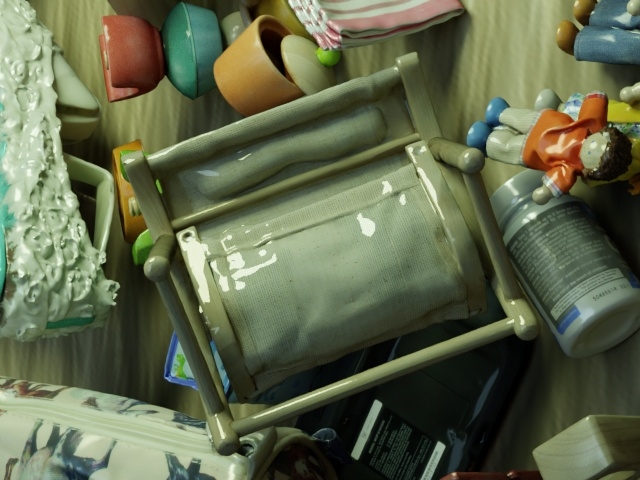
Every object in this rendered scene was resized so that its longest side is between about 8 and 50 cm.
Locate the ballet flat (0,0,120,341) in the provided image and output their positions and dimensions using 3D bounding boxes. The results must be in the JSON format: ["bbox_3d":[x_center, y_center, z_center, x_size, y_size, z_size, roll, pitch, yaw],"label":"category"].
[{"bbox_3d":[-0.264,-0.077,1.769,0.147,0.147,0.409,-36,51,33],"label":"ballet flat"}]

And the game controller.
[{"bbox_3d":[0.057,0.163,1.567,0.166,0.067,0.319,29,106,24],"label":"game controller"}]

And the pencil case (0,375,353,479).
[{"bbox_3d":[-0.178,0.198,1.574,0.410,0.160,0.183,9,117,32],"label":"pencil case"}]

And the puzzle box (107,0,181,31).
[{"bbox_3d":[-0.224,-0.402,1.733,0.052,0.272,0.409,-19,70,5],"label":"puzzle box"}]

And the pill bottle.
[{"bbox_3d":[0.186,0.015,1.445,0.078,0.078,0.137,-46,58,28],"label":"pill bottle"}]

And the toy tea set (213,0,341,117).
[{"bbox_3d":[-0.048,-0.258,1.610,0.124,0.200,0.336,-33,72,26],"label":"toy tea set"}]

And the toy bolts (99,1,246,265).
[{"bbox_3d":[-0.108,-0.100,1.713,0.218,0.159,0.228,174,88,-81],"label":"toy bolts"}]

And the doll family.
[{"bbox_3d":[0.241,-0.127,1.408,0.163,0.118,0.263,17,79,47],"label":"doll family"}]

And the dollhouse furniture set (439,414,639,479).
[{"bbox_3d":[0.218,0.224,1.346,0.374,0.152,0.201,-34,65,34],"label":"dollhouse furniture set"}]

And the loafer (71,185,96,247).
[{"bbox_3d":[-0.349,-0.029,1.909,0.366,0.134,0.130,20,72,31],"label":"loafer"}]

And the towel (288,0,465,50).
[{"bbox_3d":[0.016,-0.247,1.563,0.197,0.144,0.029,57,144,18],"label":"towel"}]

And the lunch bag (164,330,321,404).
[{"bbox_3d":[-0.046,0.062,1.611,0.096,0.129,0.151,17,95,40],"label":"lunch bag"}]

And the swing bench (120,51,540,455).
[{"bbox_3d":[0.000,0.000,1.442,0.254,0.253,0.165,-112,2,-67],"label":"swing bench"}]
